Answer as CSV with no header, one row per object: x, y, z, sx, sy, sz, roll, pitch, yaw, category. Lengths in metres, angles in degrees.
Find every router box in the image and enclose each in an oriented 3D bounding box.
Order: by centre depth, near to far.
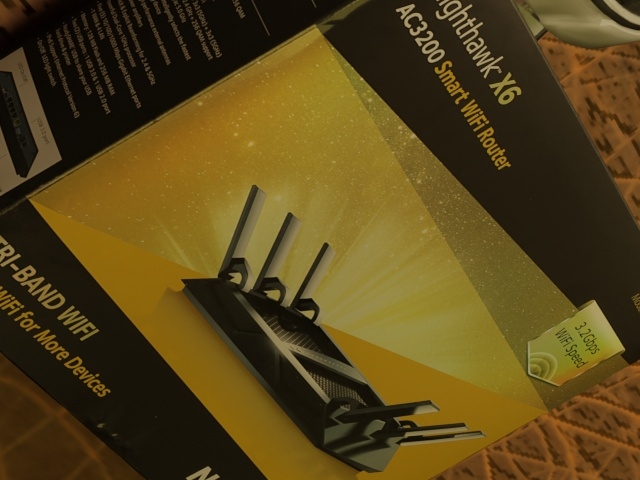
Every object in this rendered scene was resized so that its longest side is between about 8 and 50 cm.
0.000,0.000,0.846,0.243,0.081,0.309,-31,141,7,router box

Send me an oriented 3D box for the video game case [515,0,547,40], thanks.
0.072,-0.164,0.815,0.274,0.026,0.196,-43,138,10,video game case

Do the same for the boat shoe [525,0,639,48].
0.110,-0.157,0.698,0.105,0.113,0.306,-3,157,23,boat shoe
